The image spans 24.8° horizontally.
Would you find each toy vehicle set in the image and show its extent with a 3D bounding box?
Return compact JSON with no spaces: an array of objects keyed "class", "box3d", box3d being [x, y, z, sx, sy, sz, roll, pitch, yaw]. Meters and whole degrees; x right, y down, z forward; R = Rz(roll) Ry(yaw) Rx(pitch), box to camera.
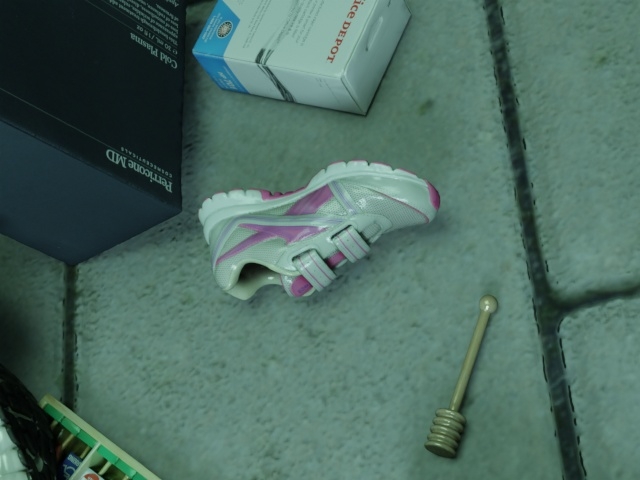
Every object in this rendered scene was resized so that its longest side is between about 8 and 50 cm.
[{"class":"toy vehicle set","box3d":[-0.223,0.280,1.398,0.267,0.035,0.166,30,77,33]}]

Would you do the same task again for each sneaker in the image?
[{"class":"sneaker","box3d":[0.000,0.000,1.429,0.252,0.103,0.111,-14,62,23]},{"class":"sneaker","box3d":[-0.327,0.236,1.366,0.147,0.130,0.330,-26,56,5]}]

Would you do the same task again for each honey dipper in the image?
[{"class":"honey dipper","box3d":[0.132,0.120,1.340,0.030,0.030,0.160,8,65,27]}]

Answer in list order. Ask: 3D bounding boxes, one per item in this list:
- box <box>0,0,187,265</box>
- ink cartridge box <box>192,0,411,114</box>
[{"class":"box","box3d":[-0.317,-0.192,1.495,0.179,0.343,0.312,-25,52,34]},{"class":"ink cartridge box","box3d":[-0.019,-0.224,1.564,0.191,0.082,0.139,15,69,28]}]
